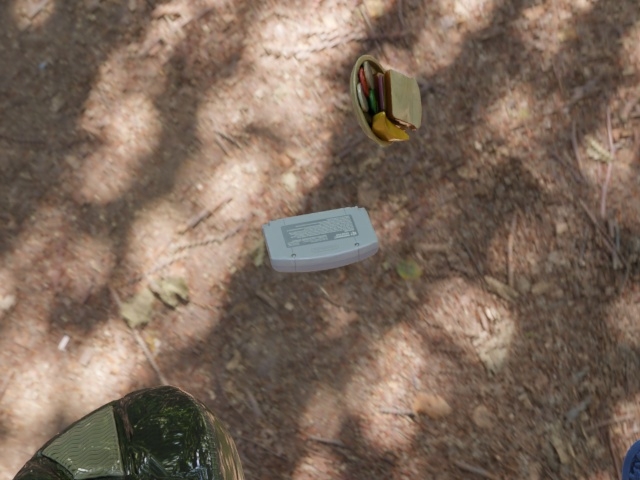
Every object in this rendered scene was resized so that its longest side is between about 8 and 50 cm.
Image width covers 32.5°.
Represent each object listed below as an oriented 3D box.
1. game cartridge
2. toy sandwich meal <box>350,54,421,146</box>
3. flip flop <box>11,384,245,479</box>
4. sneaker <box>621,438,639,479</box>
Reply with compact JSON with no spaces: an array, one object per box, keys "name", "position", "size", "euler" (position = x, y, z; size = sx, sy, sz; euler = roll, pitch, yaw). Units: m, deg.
[{"name":"game cartridge","position":[0.000,0.000,0.842],"size":[0.083,0.017,0.056],"euler":[-10,36,-7]},{"name":"toy sandwich meal","position":[0.055,-0.116,0.904],"size":[0.029,0.085,0.086],"euler":[-12,64,28]},{"name":"flip flop","position":[-0.050,0.155,0.297],"size":[0.112,0.080,0.277],"euler":[-20,34,5]},{"name":"sneaker","position":[0.213,0.183,0.618],"size":[0.090,0.232,0.081],"euler":[-25,40,-33]}]
